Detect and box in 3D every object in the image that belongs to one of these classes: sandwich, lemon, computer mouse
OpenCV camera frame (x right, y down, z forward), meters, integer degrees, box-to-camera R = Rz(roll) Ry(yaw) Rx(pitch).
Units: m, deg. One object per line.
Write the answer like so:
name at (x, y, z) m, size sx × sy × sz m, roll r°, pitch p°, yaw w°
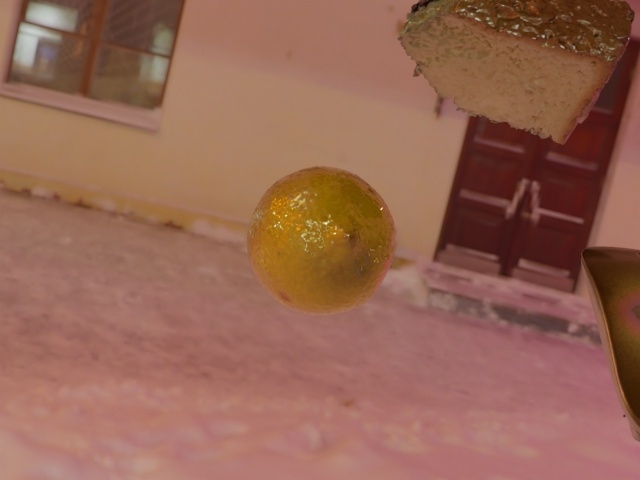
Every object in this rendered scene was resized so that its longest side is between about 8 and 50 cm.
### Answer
sandwich at (0.286, -0.299, 1.756) m, size 0.325 × 0.131 × 0.262 m, roll 18°, pitch -23°, yaw 3°
lemon at (0.000, 0.002, 1.731) m, size 0.228 × 0.228 × 0.253 m, roll 13°, pitch 10°, yaw -8°
computer mouse at (0.366, 0.096, 1.207) m, size 0.158 × 0.072 × 0.310 m, roll 8°, pitch 37°, yaw -4°
